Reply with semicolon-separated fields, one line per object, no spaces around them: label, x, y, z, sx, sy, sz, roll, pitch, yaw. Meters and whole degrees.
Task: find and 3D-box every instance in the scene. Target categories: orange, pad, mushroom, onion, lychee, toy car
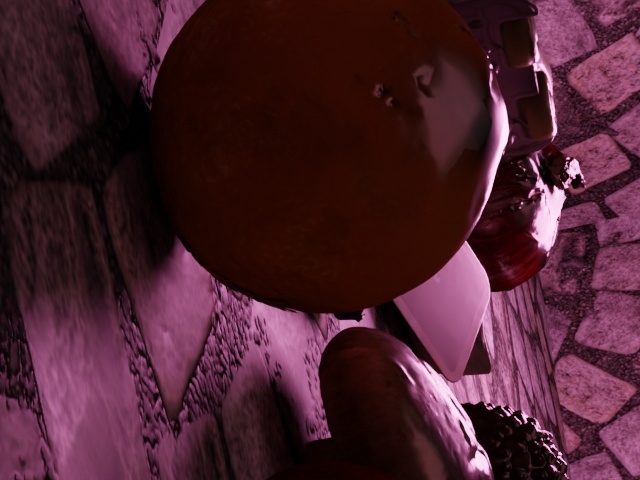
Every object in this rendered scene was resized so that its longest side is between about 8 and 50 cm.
orange;0.005;-0.072;1.170;0.246;0.246;0.246;-13;90;-79
pad;0.115;0.019;1.954;0.266;0.002;0.176;55;40;-30
mushroom;0.138;0.072;2.059;0.108;0.096;0.247;-40;118;-40
mushroom;0.062;0.184;1.409;0.278;0.146;0.278;-16;90;-86
onion;0.244;-0.087;2.403;0.314;0.232;0.313;-14;90;-77
lychee;0.160;0.251;1.743;0.188;0.188;0.188;-13;90;-79
toy car;0.157;-0.250;2.128;0.336;0.242;0.226;64;20;-55

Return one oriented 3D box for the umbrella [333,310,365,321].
umbrella;0.000;0.000;1.534;0.235;0.059;0.066;61;37;-52

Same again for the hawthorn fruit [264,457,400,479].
hawthorn fruit;0.018;0.217;1.081;0.188;0.169;0.169;1;76;-63
